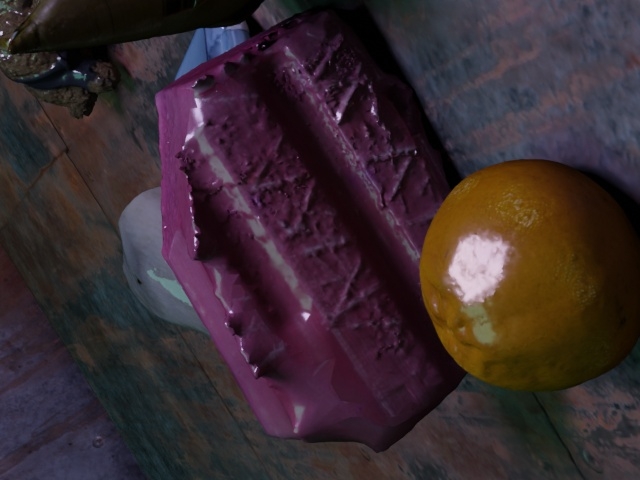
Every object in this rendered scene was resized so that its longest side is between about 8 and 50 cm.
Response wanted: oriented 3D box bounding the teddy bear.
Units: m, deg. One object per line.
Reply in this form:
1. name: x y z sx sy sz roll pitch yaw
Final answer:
1. teddy bear: -0.316 -0.230 1.642 0.182 0.129 0.251 50 159 26

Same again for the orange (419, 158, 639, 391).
1. orange: 0.135 0.027 0.949 0.159 0.136 0.159 48 156 29

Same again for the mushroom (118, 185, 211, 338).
1. mushroom: -0.118 0.063 1.661 0.329 0.122 0.159 39 165 36

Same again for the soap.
1. soap: 0.000 0.000 1.126 0.324 0.220 0.127 60 169 -9

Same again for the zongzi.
1. zongzi: -0.123 -0.175 1.028 0.123 0.289 0.260 44 160 -2

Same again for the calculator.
1. calculator: -0.100 -0.130 1.335 0.210 0.039 0.121 131 135 -66
